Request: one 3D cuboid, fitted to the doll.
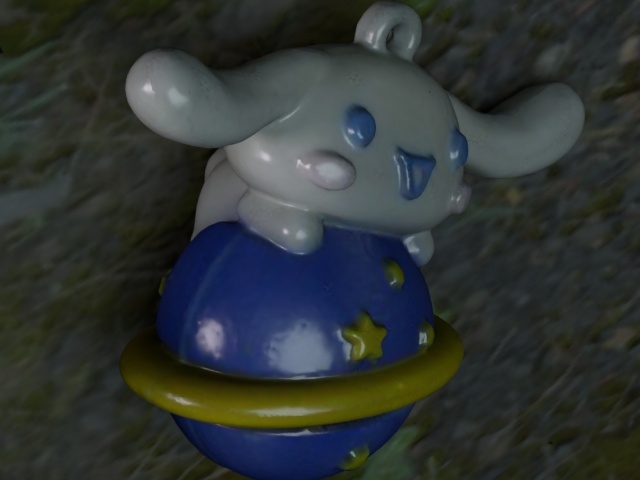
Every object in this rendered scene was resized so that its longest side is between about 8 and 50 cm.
[{"bbox_3d":[0.012,-0.003,1.042,0.311,0.159,0.243,-16,101,-38],"label":"doll"}]
